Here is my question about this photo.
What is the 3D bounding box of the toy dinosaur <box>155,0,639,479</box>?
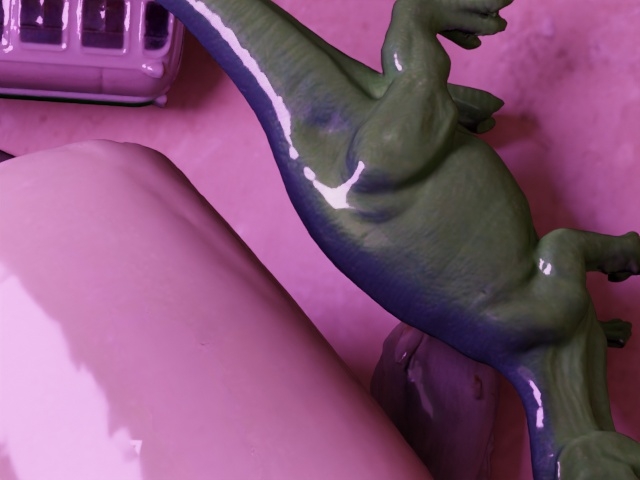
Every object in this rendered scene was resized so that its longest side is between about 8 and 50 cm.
[{"bbox_3d":[0.000,0.000,0.915,0.500,0.144,0.374,10,60,-15],"label":"toy dinosaur"}]

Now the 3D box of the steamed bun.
[{"bbox_3d":[-0.160,0.183,0.897,0.371,0.290,0.456,51,142,24],"label":"steamed bun"}]

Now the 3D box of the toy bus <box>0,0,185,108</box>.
[{"bbox_3d":[-0.250,-0.198,1.112,0.306,0.143,0.179,4,88,-8],"label":"toy bus"}]

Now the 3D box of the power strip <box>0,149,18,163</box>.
[{"bbox_3d":[-0.293,-0.004,1.080,0.251,0.257,0.092,15,109,44],"label":"power strip"}]

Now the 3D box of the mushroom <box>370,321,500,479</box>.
[{"bbox_3d":[0.063,0.171,1.000,0.096,0.099,0.278,9,86,28],"label":"mushroom"}]
